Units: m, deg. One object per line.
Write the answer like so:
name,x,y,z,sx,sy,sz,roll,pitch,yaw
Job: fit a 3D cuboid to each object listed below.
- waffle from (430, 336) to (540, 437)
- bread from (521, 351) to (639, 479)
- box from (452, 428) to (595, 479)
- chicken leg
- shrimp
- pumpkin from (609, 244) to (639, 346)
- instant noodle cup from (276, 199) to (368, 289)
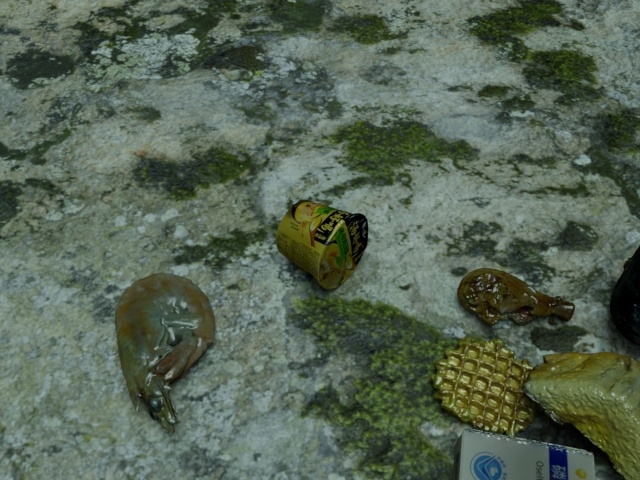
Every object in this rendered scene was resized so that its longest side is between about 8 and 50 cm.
waffle,0.279,0.240,1.133,0.191,0.038,0.191,1,53,-1
bread,0.452,0.243,1.043,0.252,0.133,0.174,42,38,25
box,0.281,0.451,0.954,0.200,0.065,0.343,9,53,6
chicken leg,0.348,0.108,1.210,0.208,0.085,0.101,15,19,1
shrimp,-0.252,0.177,1.144,0.168,0.077,0.317,-12,51,-14
pumpkin,0.591,0.075,1.147,0.163,0.233,0.233,29,57,25
instant noodle cup,0.000,0.000,1.252,0.122,0.151,0.151,26,55,31
